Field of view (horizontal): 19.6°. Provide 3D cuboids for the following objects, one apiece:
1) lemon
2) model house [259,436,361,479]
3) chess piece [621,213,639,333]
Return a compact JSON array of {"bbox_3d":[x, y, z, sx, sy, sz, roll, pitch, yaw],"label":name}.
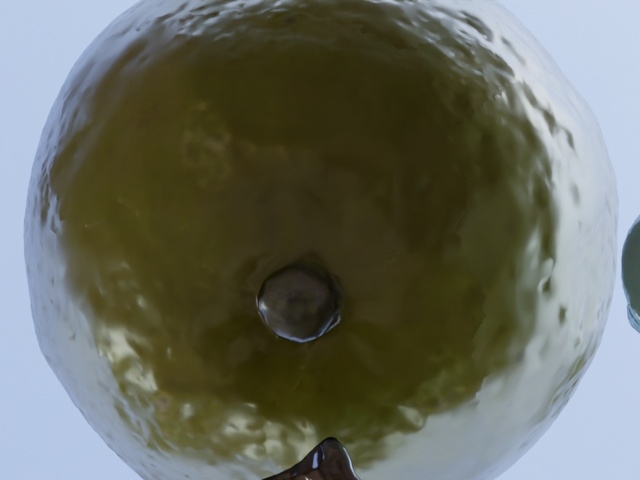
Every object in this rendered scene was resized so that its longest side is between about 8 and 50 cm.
[{"bbox_3d":[0.000,0.000,1.003,0.348,0.348,0.347,0,-99,2],"label":"lemon"},{"bbox_3d":[-0.005,0.193,0.798,0.166,0.172,0.183,-34,-99,36],"label":"model house"},{"bbox_3d":[0.091,-0.005,0.355,0.059,0.149,0.059,5,-107,-16],"label":"chess piece"}]
